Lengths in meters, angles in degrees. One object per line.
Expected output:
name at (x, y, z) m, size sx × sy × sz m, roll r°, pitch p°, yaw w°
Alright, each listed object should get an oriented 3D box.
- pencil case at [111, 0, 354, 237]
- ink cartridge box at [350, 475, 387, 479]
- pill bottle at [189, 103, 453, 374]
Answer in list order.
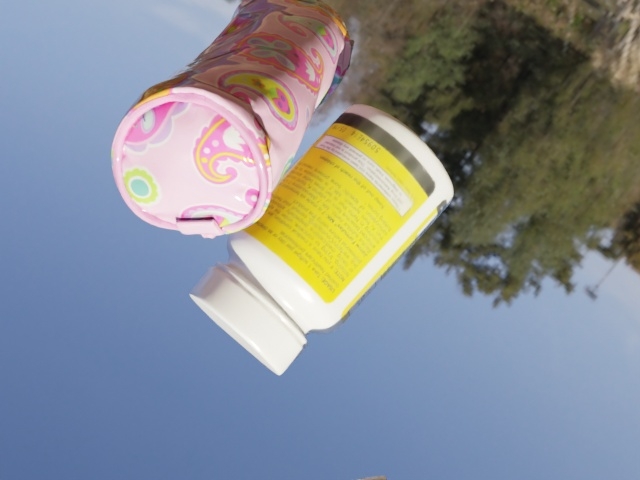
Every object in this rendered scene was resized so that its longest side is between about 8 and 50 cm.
pencil case at (-0.056, -0.110, 0.719) m, size 0.124 × 0.124 × 0.284 m, roll 34°, pitch -149°, yaw -5°
ink cartridge box at (-0.039, 0.320, 0.751) m, size 0.186 × 0.311 × 0.065 m, roll -6°, pitch -143°, yaw -10°
pill bottle at (0.000, 0.000, 0.743) m, size 0.119 × 0.208 × 0.119 m, roll 41°, pitch 168°, yaw 10°
